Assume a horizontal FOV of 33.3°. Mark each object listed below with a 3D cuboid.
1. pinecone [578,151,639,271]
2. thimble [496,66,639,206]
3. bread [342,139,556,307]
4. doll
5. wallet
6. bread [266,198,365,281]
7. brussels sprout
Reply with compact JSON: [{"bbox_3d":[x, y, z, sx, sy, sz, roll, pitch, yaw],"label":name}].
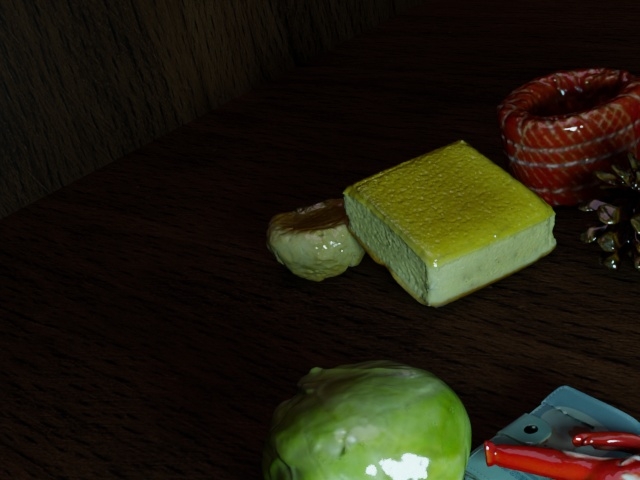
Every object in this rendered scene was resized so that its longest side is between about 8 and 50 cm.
[{"bbox_3d":[0.589,-0.041,2.032,0.202,0.229,0.201,-16,-19,-42],"label":"pinecone"},{"bbox_3d":[0.574,-0.239,2.417,0.350,0.230,0.350,-12,28,6],"label":"thimble"},{"bbox_3d":[0.263,-0.043,2.201,0.333,0.143,0.323,-22,45,-23],"label":"bread"},{"bbox_3d":[0.415,0.331,1.446,0.384,0.099,0.188,-4,41,6],"label":"doll"},{"bbox_3d":[0.343,0.327,1.588,0.250,0.075,0.176,-30,36,-27],"label":"wallet"},{"bbox_3d":[0.000,0.000,2.362,0.244,0.134,0.244,-12,23,5],"label":"bread"},{"bbox_3d":[0.068,0.318,1.569,0.328,0.247,0.328,-16,12,4],"label":"brussels sprout"}]
